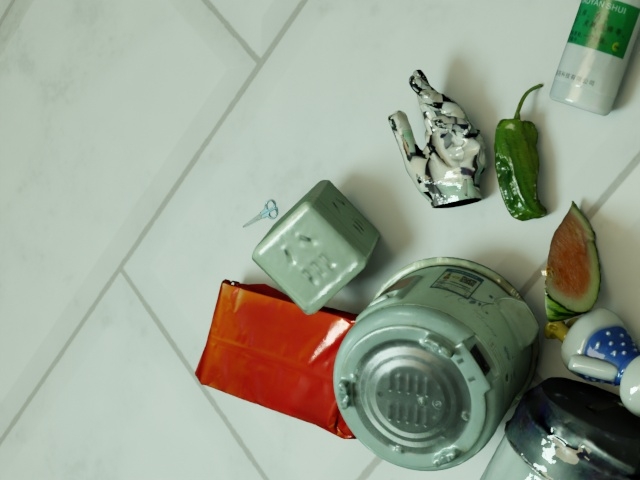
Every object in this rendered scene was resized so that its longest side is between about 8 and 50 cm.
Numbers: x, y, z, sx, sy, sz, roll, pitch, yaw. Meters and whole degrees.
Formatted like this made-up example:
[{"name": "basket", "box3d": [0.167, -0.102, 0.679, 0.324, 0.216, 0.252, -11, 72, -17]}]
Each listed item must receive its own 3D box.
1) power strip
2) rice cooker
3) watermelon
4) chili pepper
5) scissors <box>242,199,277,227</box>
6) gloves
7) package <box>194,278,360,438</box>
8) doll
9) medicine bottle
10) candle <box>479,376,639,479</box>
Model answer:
[{"name": "power strip", "box3d": [0.000, 0.000, 1.983, 0.140, 0.224, 0.139, 45, 109, -4]}, {"name": "rice cooker", "box3d": [0.168, 0.171, 1.764, 0.316, 0.316, 0.264, -34, 92, 31]}, {"name": "watermelon", "box3d": [0.339, 0.040, 1.710, 0.063, 0.245, 0.119, -12, 116, 30]}, {"name": "chili pepper", "box3d": [0.291, -0.130, 1.835, 0.072, 0.073, 0.204, -18, 73, 50]}, {"name": "scissors", "box3d": [-0.108, -0.041, 2.175, 0.083, 0.006, 0.036, -31, 69, 32]}, {"name": "gloves", "box3d": [0.184, -0.159, 1.897, 0.127, 0.111, 0.212, -22, 74, 60]}, {"name": "package", "box3d": [-0.045, 0.188, 2.032, 0.423, 0.123, 0.196, 16, 93, 37]}, {"name": "doll", "box3d": [0.416, 0.172, 1.647, 0.293, 0.138, 0.119, 31, 121, 54]}, {"name": "medicine bottle", "box3d": [0.407, -0.310, 1.742, 0.095, 0.095, 0.260, 25, 100, 37]}, {"name": "candle", "box3d": [0.314, 0.367, 1.674, 0.221, 0.221, 0.342, 35, 110, 35]}]
